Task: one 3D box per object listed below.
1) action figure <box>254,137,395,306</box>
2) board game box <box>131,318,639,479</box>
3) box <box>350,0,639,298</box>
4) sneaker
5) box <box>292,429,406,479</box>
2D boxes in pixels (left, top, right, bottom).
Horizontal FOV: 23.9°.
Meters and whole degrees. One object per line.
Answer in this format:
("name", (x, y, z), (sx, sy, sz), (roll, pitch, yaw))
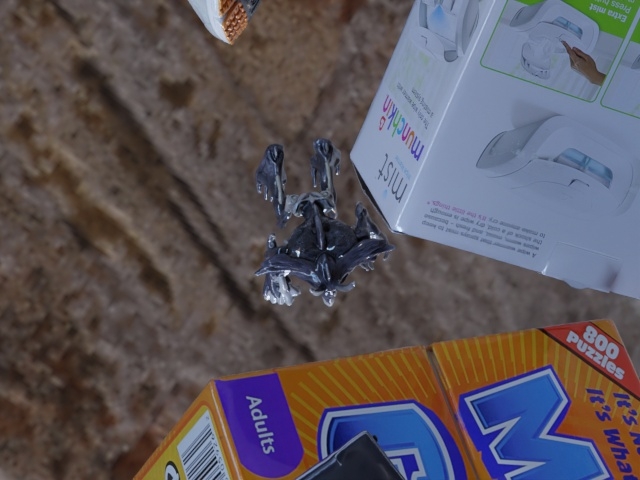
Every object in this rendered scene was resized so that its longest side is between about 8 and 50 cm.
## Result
("action figure", (0.000, 0.000, 1.781), (0.164, 0.276, 0.141), (-14, 130, 1))
("board game box", (0.064, 0.313, 1.163), (0.356, 0.356, 0.356), (-51, 53, 51))
("box", (0.188, -0.093, 0.964), (0.262, 0.231, 0.127), (14, -157, -20))
("sneaker", (-0.145, -0.324, 1.686), (0.121, 0.099, 0.262), (22, 157, 24))
("box", (0.003, 0.206, 0.758), (0.108, 0.153, 0.207), (51, 169, 23))
